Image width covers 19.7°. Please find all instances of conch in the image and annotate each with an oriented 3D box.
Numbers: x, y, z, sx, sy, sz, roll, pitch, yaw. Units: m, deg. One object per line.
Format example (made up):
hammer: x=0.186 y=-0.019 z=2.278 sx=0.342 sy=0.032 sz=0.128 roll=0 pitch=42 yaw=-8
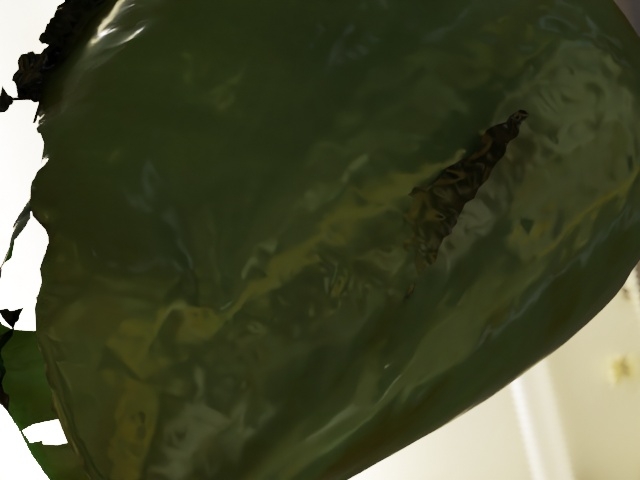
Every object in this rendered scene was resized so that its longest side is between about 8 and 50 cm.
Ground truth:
conch: x=-0.010 y=-0.014 z=0.481 sx=0.137 sy=0.251 sz=0.143 roll=11 pitch=-66 yaw=44
